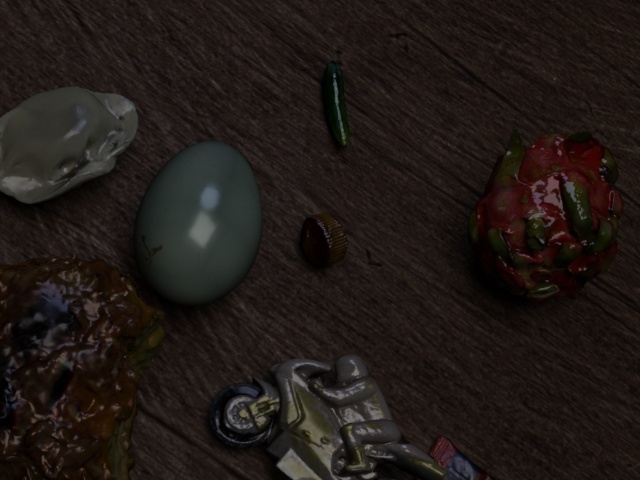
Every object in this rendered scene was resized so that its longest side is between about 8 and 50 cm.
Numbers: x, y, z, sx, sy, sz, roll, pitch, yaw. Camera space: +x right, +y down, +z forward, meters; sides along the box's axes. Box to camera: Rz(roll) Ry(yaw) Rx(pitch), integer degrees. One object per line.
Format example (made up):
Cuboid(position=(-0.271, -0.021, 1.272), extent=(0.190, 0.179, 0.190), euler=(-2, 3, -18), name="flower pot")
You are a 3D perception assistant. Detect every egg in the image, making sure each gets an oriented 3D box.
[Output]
Cuboid(position=(-0.173, -0.029, 1.883), extent=(0.183, 0.183, 0.264), euler=(18, 58, -11), name="egg")

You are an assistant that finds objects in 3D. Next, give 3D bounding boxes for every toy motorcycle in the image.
Cuboid(position=(0.024, 0.275, 1.865), extent=(0.341, 0.108, 0.223), euler=(36, 67, 6), name="toy motorcycle")

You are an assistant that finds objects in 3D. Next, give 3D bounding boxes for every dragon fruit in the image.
Cuboid(position=(0.364, -0.041, 2.047), extent=(0.237, 0.231, 0.302), euler=(34, 51, 10), name="dragon fruit")

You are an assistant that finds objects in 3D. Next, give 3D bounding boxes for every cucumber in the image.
Cuboid(position=(0.024, -0.225, 2.113), extent=(0.039, 0.039, 0.168), euler=(-2, 71, -19), name="cucumber")

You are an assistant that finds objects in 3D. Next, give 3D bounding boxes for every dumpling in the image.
Cuboid(position=(-0.376, -0.143, 1.891), extent=(0.250, 0.132, 0.162), euler=(-22, 73, -25), name="dumpling")

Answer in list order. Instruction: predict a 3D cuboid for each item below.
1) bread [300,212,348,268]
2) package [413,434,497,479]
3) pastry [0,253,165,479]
Cuboid(position=(0.000, 0.000, 1.986), extent=(0.053, 0.085, 0.085), euler=(-17, 74, -30), name="bread")
Cuboid(position=(0.239, 0.380, 1.940), extent=(0.200, 0.022, 0.083), euler=(37, 61, 0), name="package")
Cuboid(position=(-0.382, 0.205, 1.658), extent=(0.337, 0.292, 0.405), euler=(8, 75, -4), name="pastry")
